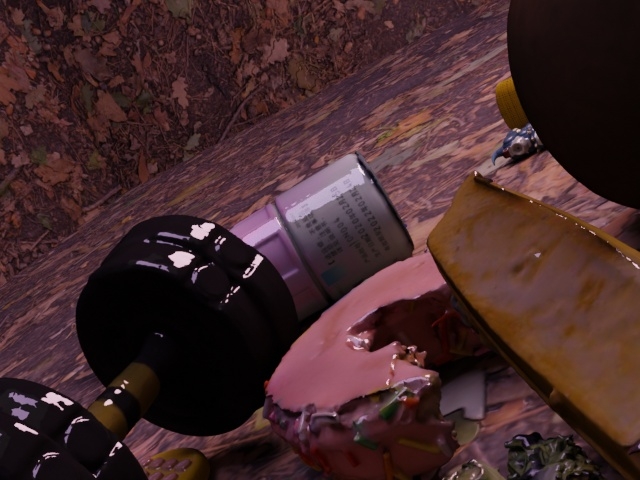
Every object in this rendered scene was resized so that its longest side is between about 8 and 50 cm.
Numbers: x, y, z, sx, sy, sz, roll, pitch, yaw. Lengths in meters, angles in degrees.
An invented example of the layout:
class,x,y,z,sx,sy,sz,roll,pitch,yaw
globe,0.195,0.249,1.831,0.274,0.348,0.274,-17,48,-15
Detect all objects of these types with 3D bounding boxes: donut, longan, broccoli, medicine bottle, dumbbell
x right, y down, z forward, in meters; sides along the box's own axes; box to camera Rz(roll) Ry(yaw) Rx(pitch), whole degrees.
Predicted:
class,x,y,z,sx,sy,sz,roll,pitch,yaw
donut,0.061,0.086,0.667,0.199,0.085,0.233,-13,23,50
longan,0.275,-0.161,0.681,0.297,0.297,0.297,-29,14,8
broccoli,0.102,0.126,0.433,0.097,0.092,0.095,-56,4,-27
medicine bottle,0.000,0.000,0.998,0.168,0.135,0.135,-30,14,1
dumbbell,-0.148,0.124,0.673,0.185,0.185,0.388,-22,19,34

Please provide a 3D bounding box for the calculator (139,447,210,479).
class,x,y,z,sx,sy,sz,roll,pitch,yaw
calculator,-0.182,0.244,0.741,0.235,0.032,0.146,-40,16,-36

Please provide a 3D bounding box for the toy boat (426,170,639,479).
class,x,y,z,sx,sy,sz,roll,pitch,yaw
toy boat,0.149,0.053,0.474,0.089,0.115,0.310,-55,25,6

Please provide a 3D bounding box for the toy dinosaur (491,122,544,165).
class,x,y,z,sx,sy,sz,roll,pitch,yaw
toy dinosaur,0.242,-0.117,1.111,0.083,0.031,0.047,-22,14,35

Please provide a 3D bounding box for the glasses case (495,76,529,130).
class,x,y,z,sx,sy,sz,roll,pitch,yaw
glasses case,0.316,-0.191,1.117,0.234,0.079,0.064,-17,12,45

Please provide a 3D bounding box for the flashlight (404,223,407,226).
class,x,y,z,sx,sy,sz,roll,pitch,yaw
flashlight,0.066,-0.017,1.122,0.057,0.035,0.121,-32,14,0
